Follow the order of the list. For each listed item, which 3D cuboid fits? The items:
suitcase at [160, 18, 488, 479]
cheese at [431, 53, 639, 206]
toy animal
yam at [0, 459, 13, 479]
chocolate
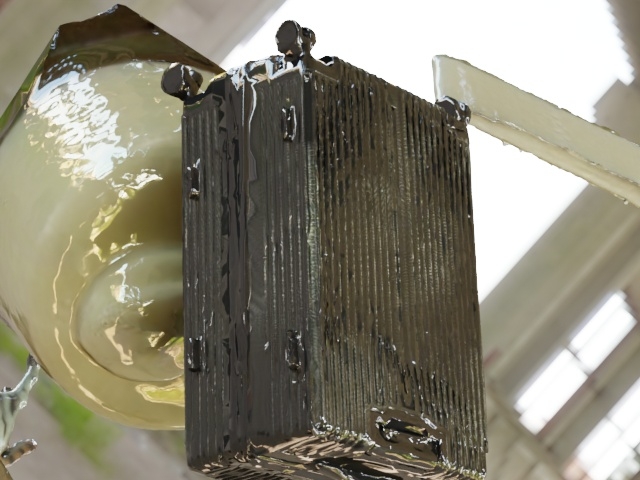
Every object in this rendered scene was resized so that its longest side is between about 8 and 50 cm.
[{"bbox_3d":[0.006,0.030,1.540,0.152,0.335,0.229,-18,-25,37],"label":"suitcase"},{"bbox_3d":[0.281,-0.094,2.097,0.400,0.034,0.085,23,37,-27],"label":"cheese"},{"bbox_3d":[-0.402,0.145,1.996,0.255,0.090,0.170,15,42,-15],"label":"toy animal"},{"bbox_3d":[-0.193,0.092,1.012,0.032,0.032,0.145,40,-20,44],"label":"yam"},{"bbox_3d":[-0.125,0.001,1.754,0.314,0.326,0.297,35,-4,-29],"label":"chocolate"}]
